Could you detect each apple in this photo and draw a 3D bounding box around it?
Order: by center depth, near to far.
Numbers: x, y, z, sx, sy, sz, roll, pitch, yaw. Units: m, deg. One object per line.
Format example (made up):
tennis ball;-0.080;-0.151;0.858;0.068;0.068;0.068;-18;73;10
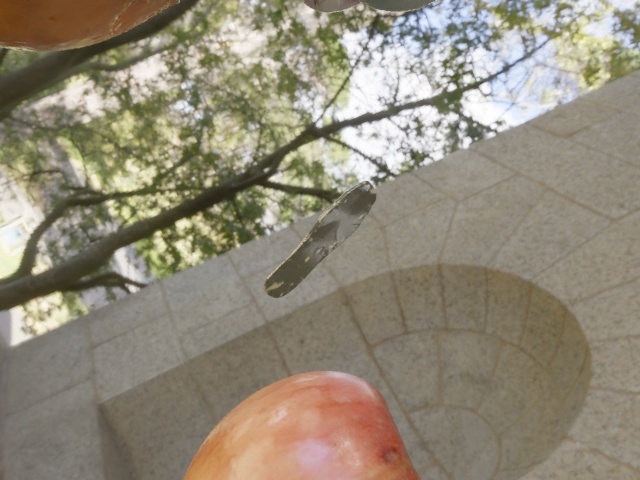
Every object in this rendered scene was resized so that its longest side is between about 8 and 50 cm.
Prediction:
apple;-0.022;0.374;0.904;0.364;0.363;0.364;60;-12;22

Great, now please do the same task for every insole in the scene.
insole;0.000;0.000;1.090;0.011;0.248;0.081;46;3;41

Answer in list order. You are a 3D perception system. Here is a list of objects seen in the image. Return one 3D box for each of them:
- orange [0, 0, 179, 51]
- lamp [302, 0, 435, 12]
orange;-0.267;-0.381;0.677;0.326;0.424;0.424;50;-10;-4
lamp;0.087;-0.334;0.799;0.179;0.246;0.108;24;52;-68
